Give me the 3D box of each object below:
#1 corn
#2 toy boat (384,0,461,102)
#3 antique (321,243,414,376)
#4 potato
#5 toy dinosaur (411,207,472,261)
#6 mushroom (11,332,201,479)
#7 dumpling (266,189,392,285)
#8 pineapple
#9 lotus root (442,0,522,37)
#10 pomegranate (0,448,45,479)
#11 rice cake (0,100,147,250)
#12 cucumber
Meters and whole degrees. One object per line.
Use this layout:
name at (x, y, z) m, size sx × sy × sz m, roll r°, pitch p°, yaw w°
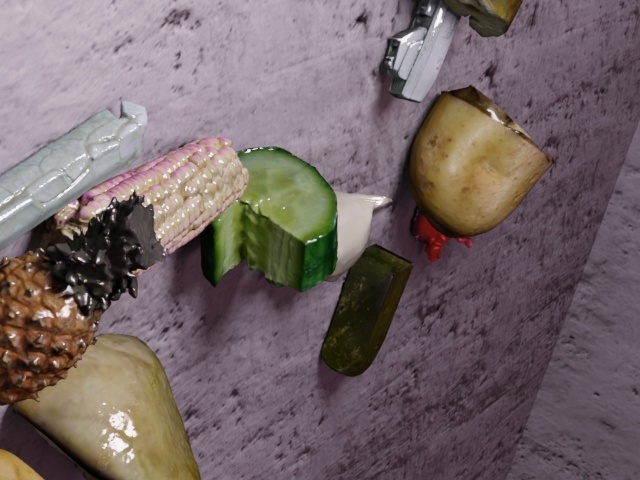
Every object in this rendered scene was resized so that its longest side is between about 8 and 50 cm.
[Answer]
corn at (-0.201, -0.035, 2.007) m, size 0.335 × 0.126 × 0.127 m, roll -30°, pitch 142°, yaw -53°
toy boat at (0.161, -0.333, 2.475) m, size 0.085 × 0.078 × 0.261 m, roll 21°, pitch 91°, yaw -23°
antique at (0.074, 0.125, 2.801) m, size 0.081 × 0.080 × 0.221 m, roll -22°, pitch 135°, yaw -58°
potato at (0.244, -0.114, 2.730) m, size 0.243 × 0.242 × 0.285 m, roll -62°, pitch 176°, yaw 0°
toy dinosaur at (0.220, -0.084, 2.920) m, size 0.139 × 0.070 × 0.286 m, roll -6°, pitch 122°, yaw -37°
mushroom at (-0.229, 0.253, 2.145) m, size 0.212 × 0.217 × 0.292 m, roll -54°, pitch 156°, yaw -26°
dumpling at (-0.003, 0.002, 2.481) m, size 0.216 × 0.126 × 0.166 m, roll -60°, pitch -175°, yaw -25°
pineapple at (-0.276, 0.049, 1.808) m, size 0.278 × 0.158 × 0.158 m, roll -38°, pitch 159°, yaw 9°
lotus root at (0.218, -0.388, 2.378) m, size 0.235 × 0.138 × 0.119 m, roll 36°, pitch 80°, yaw -44°
pomegranate at (-0.403, 0.385, 1.823) m, size 0.332 × 0.332 × 0.333 m, roll -46°, pitch 152°, yaw -32°
rice cake at (-0.308, -0.055, 1.833) m, size 0.336 × 0.063 × 0.066 m, roll -42°, pitch 157°, yaw -40°
cucumber at (-0.065, -0.022, 2.231) m, size 0.191 × 0.191 × 0.130 m, roll -45°, pitch 153°, yaw -33°
